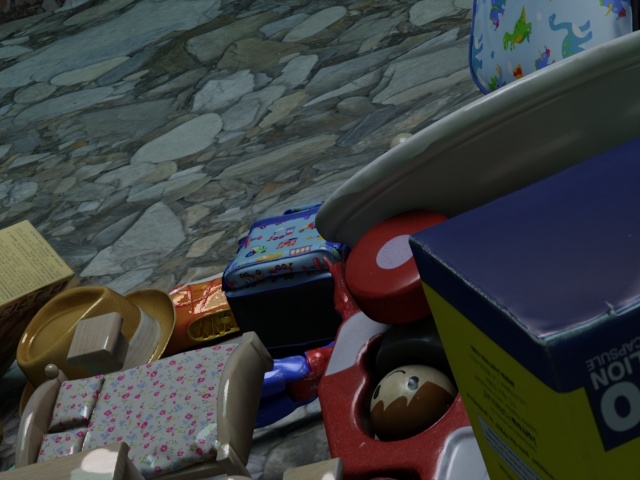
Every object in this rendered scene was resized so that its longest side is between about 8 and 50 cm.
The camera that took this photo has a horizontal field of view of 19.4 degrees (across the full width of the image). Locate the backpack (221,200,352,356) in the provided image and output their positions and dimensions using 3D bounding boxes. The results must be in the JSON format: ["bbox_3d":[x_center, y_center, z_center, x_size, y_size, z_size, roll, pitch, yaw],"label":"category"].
[{"bbox_3d":[0.001,0.021,1.810,0.158,0.116,0.173,-10,27,28],"label":"backpack"}]

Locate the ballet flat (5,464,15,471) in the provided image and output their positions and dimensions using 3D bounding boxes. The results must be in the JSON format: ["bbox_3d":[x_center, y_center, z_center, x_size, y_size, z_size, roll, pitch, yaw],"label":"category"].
[{"bbox_3d":[-0.245,0.232,1.573,0.087,0.083,0.247,10,34,28],"label":"ballet flat"}]

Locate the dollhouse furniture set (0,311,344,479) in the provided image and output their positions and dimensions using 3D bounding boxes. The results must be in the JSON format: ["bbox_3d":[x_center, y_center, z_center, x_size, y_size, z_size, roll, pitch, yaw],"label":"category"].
[{"bbox_3d":[-0.124,0.119,1.450,0.303,0.173,0.355,-15,39,20],"label":"dollhouse furniture set"}]

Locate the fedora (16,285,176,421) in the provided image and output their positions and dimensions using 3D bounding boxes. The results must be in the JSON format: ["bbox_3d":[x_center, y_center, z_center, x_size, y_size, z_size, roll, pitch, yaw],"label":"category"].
[{"bbox_3d":[-0.234,0.101,1.827,0.194,0.079,0.194,-28,32,20],"label":"fedora"}]

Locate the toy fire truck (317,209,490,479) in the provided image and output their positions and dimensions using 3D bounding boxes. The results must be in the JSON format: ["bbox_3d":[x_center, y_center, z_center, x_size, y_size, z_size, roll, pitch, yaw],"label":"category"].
[{"bbox_3d":[0.126,0.113,1.435,0.302,0.169,0.254,-9,41,31],"label":"toy fire truck"}]

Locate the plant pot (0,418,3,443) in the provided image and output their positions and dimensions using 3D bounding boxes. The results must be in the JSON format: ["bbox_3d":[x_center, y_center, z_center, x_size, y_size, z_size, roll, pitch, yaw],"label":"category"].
[{"bbox_3d":[-0.357,0.173,1.777,0.134,0.095,0.134,-41,-13,-12],"label":"plant pot"}]

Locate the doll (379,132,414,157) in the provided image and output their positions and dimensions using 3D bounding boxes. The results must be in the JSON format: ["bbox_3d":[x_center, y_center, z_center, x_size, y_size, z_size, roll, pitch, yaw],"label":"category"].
[{"bbox_3d":[0.095,-0.083,2.116,0.129,0.046,0.189,-26,12,13],"label":"doll"}]

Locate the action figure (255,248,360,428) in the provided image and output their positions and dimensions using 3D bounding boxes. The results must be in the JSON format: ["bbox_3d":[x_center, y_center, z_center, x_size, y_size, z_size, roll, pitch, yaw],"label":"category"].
[{"bbox_3d":[-0.035,0.108,1.662,0.280,0.091,0.139,-20,32,0],"label":"action figure"}]

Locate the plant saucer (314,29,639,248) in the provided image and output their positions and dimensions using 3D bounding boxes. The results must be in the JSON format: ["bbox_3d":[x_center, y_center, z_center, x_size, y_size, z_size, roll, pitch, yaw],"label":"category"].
[{"bbox_3d":[0.194,-0.059,1.618,0.401,0.100,0.400,-25,-9,-4],"label":"plant saucer"}]

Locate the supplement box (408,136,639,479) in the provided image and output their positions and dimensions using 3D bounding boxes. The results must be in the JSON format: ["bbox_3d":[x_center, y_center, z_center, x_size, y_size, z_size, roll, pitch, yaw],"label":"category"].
[{"bbox_3d":[0.212,0.139,0.952,0.194,0.356,0.195,-24,20,-9],"label":"supplement box"}]

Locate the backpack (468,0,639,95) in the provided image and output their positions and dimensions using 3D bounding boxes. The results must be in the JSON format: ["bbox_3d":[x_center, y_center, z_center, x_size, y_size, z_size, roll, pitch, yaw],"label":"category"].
[{"bbox_3d":[0.310,-0.228,1.948,0.273,0.290,0.355,0,5,-8],"label":"backpack"}]

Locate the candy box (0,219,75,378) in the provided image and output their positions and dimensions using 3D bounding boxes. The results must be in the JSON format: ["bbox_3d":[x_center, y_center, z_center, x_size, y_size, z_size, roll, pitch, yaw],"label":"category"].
[{"bbox_3d":[-0.405,0.105,1.837,0.316,0.087,0.183,-28,-19,-53],"label":"candy box"}]

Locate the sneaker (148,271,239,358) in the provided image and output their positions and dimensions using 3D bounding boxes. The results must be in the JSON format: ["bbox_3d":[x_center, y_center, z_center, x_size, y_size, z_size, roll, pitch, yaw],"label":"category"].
[{"bbox_3d":[-0.103,0.069,1.888,0.175,0.064,0.067,-29,31,-16],"label":"sneaker"}]
